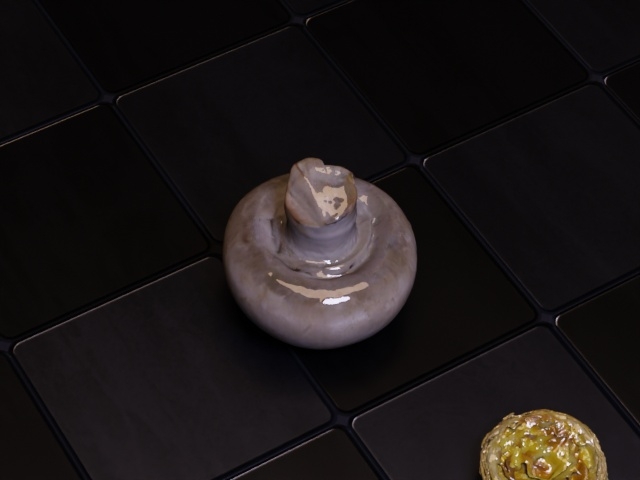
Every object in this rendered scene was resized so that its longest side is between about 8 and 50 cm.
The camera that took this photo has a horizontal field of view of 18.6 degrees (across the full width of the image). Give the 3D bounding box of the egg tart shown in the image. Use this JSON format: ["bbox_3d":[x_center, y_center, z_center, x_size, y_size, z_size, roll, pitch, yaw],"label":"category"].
[{"bbox_3d":[0.214,0.225,1.890,0.129,0.049,0.128,3,56,-5],"label":"egg tart"}]

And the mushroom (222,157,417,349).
[{"bbox_3d":[0.000,0.000,1.964,0.204,0.204,0.204,1,52,-1],"label":"mushroom"}]
